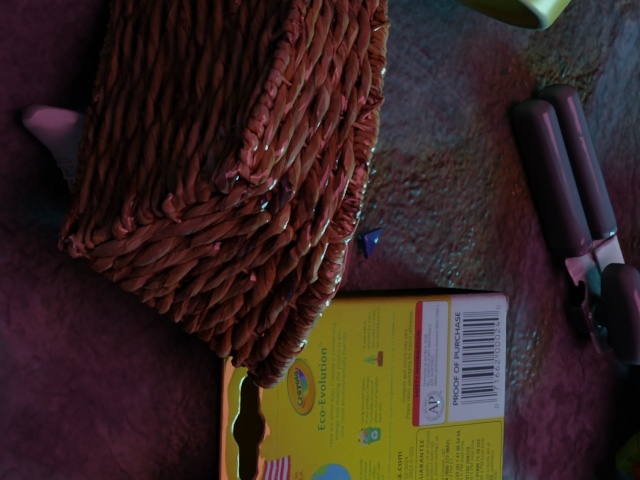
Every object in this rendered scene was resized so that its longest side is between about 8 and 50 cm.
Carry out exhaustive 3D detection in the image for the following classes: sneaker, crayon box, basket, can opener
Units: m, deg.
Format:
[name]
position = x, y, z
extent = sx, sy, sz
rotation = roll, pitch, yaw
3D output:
[sneaker]
position = -0.165, -0.050, 1.200
extent = 0.152, 0.053, 0.061
rotation = 36, 72, -37
[crayon box]
position = 0.021, 0.143, 1.354
extent = 0.318, 0.081, 0.202
rotation = 1, 91, -42
[basket]
position = -0.023, -0.084, 1.161
extent = 0.223, 0.213, 0.299
rotation = 38, 42, -36
[can opener]
position = 0.265, -0.016, 1.558
extent = 0.074, 0.093, 0.280
rotation = -32, 108, -34

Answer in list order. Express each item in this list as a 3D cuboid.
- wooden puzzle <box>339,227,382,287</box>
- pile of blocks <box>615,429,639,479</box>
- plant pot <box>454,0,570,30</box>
[wooden puzzle]
position = 0.000, 0.000, 1.374
extent = 0.116, 0.014, 0.078
rotation = 24, 81, -39
[pile of blocks]
position = 0.360, 0.140, 1.638
extent = 0.112, 0.149, 0.362
rotation = 20, 70, -15
[plant pot]
position = 0.178, -0.320, 1.372
extent = 0.254, 0.254, 0.239
rotation = 28, 88, -38
